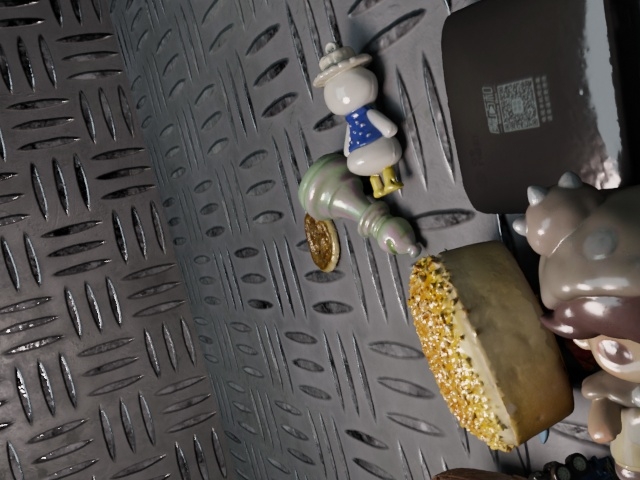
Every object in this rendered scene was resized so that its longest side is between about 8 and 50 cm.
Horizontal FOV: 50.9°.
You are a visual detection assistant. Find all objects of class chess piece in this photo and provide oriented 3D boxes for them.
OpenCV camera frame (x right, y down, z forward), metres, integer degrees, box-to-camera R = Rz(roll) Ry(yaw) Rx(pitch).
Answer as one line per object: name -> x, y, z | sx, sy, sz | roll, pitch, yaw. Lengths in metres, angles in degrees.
chess piece -> 0.088, -0.048, 1.281 | 0.272, 0.139, 0.139 | 40, 140, 34

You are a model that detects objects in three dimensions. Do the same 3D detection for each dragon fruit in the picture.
dragon fruit -> 0.348, 0.113, 0.886 | 0.068, 0.126, 0.112 | -36, 57, 17

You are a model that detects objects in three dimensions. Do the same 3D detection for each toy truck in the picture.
toy truck -> 0.325, 0.360, 0.929 | 0.088, 0.202, 0.074 | 61, 151, 17

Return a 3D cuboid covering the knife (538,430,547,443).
knife -> 0.309, 0.176, 1.071 | 0.044, 0.019, 0.313 | 157, 96, -72

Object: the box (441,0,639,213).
box -> 0.278, -0.179, 0.865 | 0.289, 0.073, 0.290 | 3, 107, 62

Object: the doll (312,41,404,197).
doll -> 0.072, -0.222, 1.214 | 0.138, 0.119, 0.293 | -24, 88, 56

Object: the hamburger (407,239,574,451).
hamburger -> 0.226, 0.143, 0.929 | 0.302, 0.170, 0.302 | -22, -90, -80

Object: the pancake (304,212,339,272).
pancake -> 0.000, 0.000, 1.569 | 0.158, 0.028, 0.158 | 41, 138, 52

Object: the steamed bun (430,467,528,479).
steamed bun -> 0.310, 0.502, 1.068 | 0.301, 0.199, 0.251 | 17, 102, 49

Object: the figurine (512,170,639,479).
figurine -> 0.361, 0.093, 0.721 | 0.248, 0.203, 0.380 | -5, 114, 29
